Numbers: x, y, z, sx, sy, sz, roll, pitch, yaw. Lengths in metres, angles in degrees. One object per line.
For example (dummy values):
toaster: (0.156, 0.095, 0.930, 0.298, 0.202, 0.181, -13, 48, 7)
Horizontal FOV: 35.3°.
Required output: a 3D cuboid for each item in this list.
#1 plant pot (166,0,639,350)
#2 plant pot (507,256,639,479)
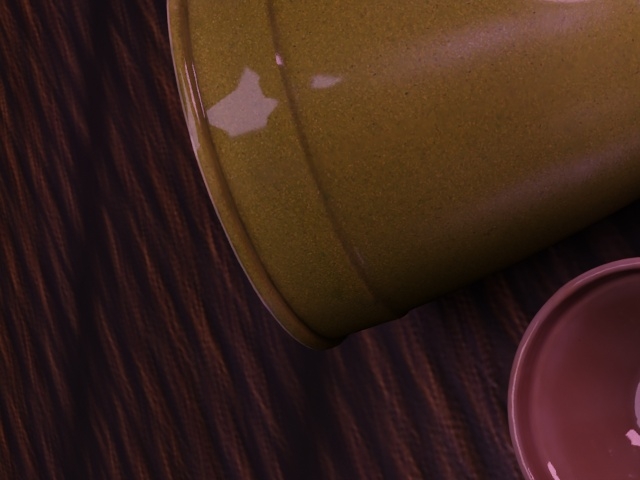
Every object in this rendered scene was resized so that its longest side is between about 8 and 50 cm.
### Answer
plant pot: (0.122, -0.130, 0.802, 0.353, 0.366, 0.366, -15, 76, 16)
plant pot: (0.277, 0.134, 0.798, 0.237, 0.109, 0.237, -5, 83, 38)
